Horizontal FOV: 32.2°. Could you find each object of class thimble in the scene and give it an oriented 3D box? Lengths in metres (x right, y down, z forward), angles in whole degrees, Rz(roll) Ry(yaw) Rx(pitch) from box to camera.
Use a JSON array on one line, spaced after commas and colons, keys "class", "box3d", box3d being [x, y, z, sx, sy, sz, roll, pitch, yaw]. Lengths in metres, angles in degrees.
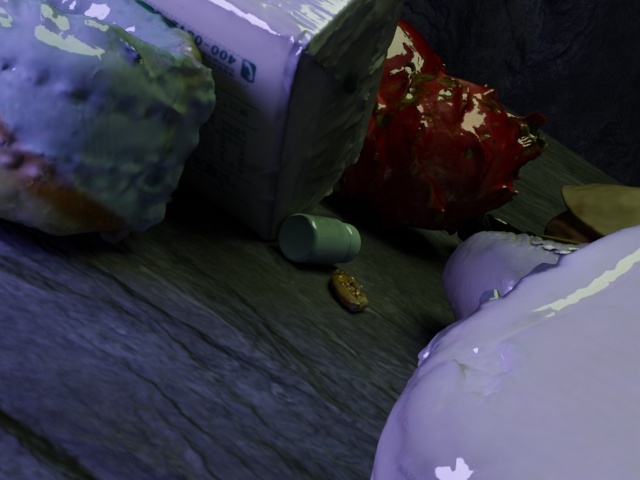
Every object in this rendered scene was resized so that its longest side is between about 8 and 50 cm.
[{"class": "thimble", "box3d": [-0.226, -0.125, 0.844, 0.288, 0.167, 0.254, 30, 16, 6]}]

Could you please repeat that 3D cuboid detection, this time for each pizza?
[{"class": "pizza", "box3d": [0.026, 0.045, 1.033, 0.037, 0.016, 0.083, 31, 12, -18]}]

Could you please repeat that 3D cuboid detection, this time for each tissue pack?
[{"class": "tissue pack", "box3d": [-0.126, -0.218, 1.067, 0.380, 0.297, 0.207, 35, 56, 14]}]

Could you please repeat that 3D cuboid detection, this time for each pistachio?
[{"class": "pistachio", "box3d": [0.426, 0.021, 1.523, 0.188, 0.187, 0.299, 15, 12, -43]}]

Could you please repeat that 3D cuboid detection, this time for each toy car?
[{"class": "toy car", "box3d": [0.223, 0.024, 1.377, 0.103, 0.063, 0.216, 26, 21, -10]}]

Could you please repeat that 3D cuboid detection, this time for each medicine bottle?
[{"class": "medicine bottle", "box3d": [0.000, 0.000, 1.074, 0.047, 0.047, 0.083, 38, 17, 30]}]

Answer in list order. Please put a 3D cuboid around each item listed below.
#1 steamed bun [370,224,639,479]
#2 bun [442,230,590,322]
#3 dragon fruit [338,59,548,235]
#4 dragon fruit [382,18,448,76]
[{"class": "steamed bun", "box3d": [0.214, 0.155, 0.562, 0.334, 0.233, 0.312, -22, 33, -15]}, {"class": "bun", "box3d": [0.232, 0.083, 1.013, 0.273, 0.168, 0.273, 19, 7, -2]}, {"class": "dragon fruit", "box3d": [0.145, -0.105, 1.341, 0.268, 0.205, 0.210, -5, 53, -2]}, {"class": "dragon fruit", "box3d": [0.055, -0.208, 1.526, 0.252, 0.241, 0.241, 41, 14, -8]}]
